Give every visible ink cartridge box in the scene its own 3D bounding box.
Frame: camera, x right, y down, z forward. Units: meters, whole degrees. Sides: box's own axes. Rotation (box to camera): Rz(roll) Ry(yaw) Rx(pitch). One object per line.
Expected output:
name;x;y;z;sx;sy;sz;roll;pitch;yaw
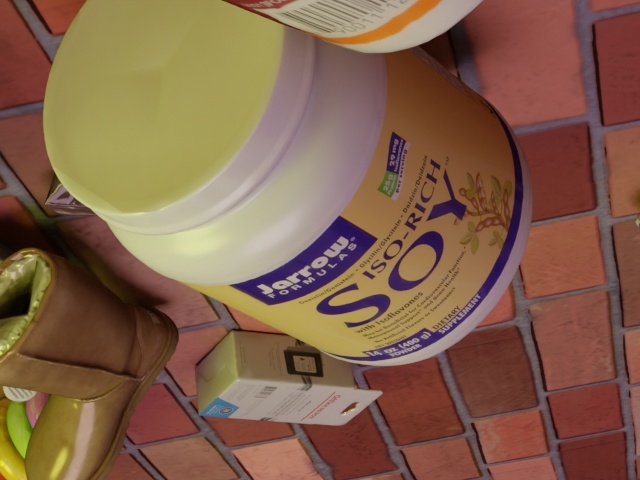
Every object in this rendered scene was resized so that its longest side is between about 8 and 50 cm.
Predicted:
ink cartridge box;-0.035;0.152;1.867;0.180;0.060;0.104;7;149;-28

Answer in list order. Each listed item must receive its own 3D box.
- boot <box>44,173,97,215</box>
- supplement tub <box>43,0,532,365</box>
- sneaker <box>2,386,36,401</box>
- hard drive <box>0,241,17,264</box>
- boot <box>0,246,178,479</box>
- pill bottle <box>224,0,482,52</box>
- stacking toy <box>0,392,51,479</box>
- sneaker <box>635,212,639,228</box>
boot;-0.190;-0.025;1.497;0.114;0.037;0.106;-1;140;-20
supplement tub;-0.016;-0.060;1.248;0.241;0.241;0.331;-22;151;27
sneaker;-0.286;0.088;1.695;0.051;0.070;0.134;14;118;-22
hard drive;-0.443;0.108;1.495;0.353;0.047;0.233;-45;146;6
boot;-0.261;0.132;1.604;0.089;0.236;0.269;28;179;23
pill bottle;-0.082;-0.253;0.865;0.392;0.224;0.224;17;144;-40
stacking toy;-0.293;0.212;1.853;0.302;0.166;0.175;-41;138;25
sneaker;0.411;0.011;1.662;0.236;0.104;0.095;12;149;-33
